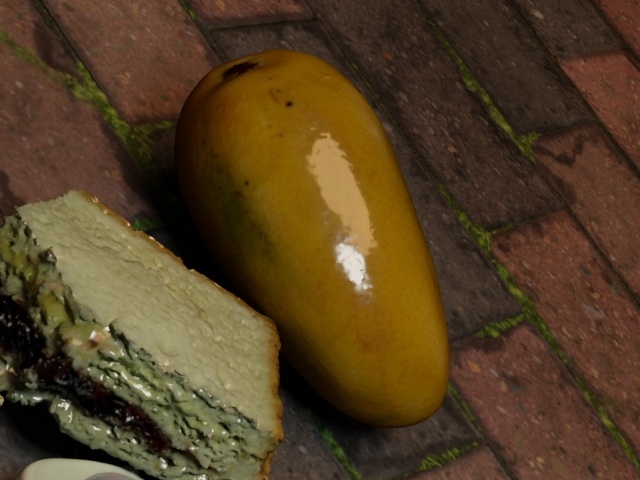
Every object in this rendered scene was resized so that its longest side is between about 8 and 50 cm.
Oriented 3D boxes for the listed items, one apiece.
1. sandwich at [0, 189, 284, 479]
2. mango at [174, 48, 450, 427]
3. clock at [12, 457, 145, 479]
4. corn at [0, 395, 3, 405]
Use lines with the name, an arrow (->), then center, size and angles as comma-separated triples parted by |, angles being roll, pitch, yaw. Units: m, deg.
sandwich -> -0.190, 0.096, 1.828 | 0.325, 0.131, 0.262 | 34, 19, -19
mango -> 0.000, 0.000, 2.067 | 0.445, 0.232, 0.300 | 64, 1, 9
clock -> -0.191, 0.277, 1.738 | 0.191, 0.062, 0.151 | 9, 47, -43
corn -> -0.389, 0.076, 1.709 | 0.244, 0.093, 0.093 | 50, 34, 6
